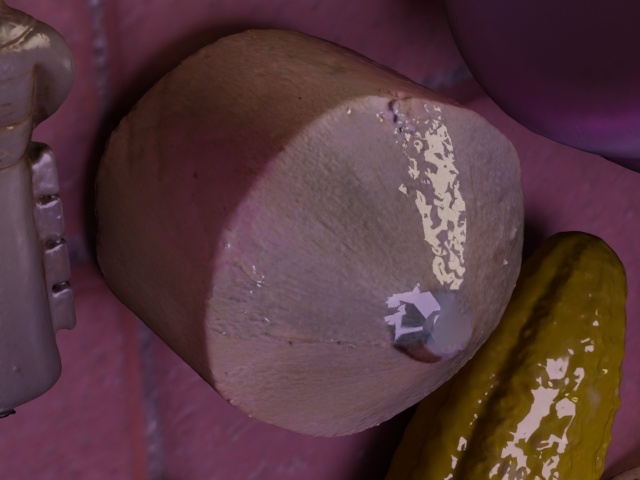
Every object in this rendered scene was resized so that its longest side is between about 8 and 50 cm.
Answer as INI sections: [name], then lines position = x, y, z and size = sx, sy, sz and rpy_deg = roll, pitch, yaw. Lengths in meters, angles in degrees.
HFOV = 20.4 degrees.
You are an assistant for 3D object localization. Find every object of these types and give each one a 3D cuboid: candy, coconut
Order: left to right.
[coconut]
position = 0.000, 0.000, 0.682
size = 0.147, 0.152, 0.147
rpy_deg = -18, 121, -32
[candy]
position = 0.093, 0.089, 0.858
size = 0.106, 0.094, 0.199
rpy_deg = 17, 95, -43

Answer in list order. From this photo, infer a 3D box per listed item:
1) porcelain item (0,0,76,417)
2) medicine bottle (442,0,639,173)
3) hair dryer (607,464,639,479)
[porcelain item]
position = -0.127, -0.040, 0.622
size = 0.084, 0.054, 0.213
rpy_deg = -17, 124, -36
[medicine bottle]
position = 0.229, -0.109, 0.775
size = 0.325, 0.212, 0.212
rpy_deg = 15, 103, -44
[hair dryer]
position = 0.292, 0.132, 1.056
size = 0.357, 0.107, 0.173
rpy_deg = -45, 137, -20
